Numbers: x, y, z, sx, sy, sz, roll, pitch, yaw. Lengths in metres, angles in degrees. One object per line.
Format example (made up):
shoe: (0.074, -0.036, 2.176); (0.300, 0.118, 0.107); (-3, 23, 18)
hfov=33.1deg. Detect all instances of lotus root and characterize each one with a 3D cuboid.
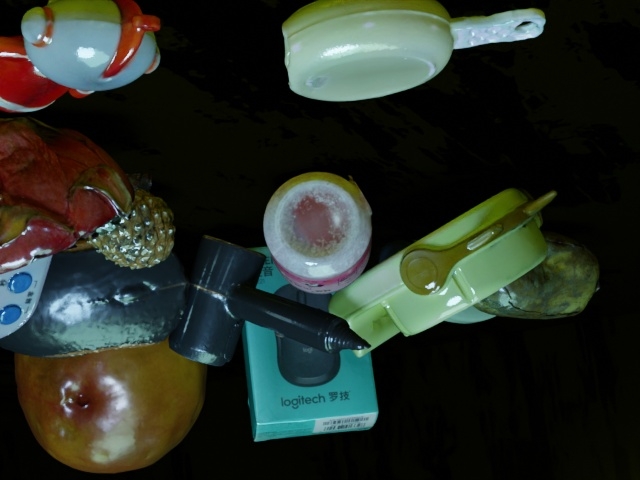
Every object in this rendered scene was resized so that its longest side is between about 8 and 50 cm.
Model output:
lotus root: (0.352, 0.057, 1.859); (0.275, 0.160, 0.152); (5, -173, -37)

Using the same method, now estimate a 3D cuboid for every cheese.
cheese: (0.079, -0.174, 0.934); (0.227, 0.064, 0.137); (-8, 168, 3)

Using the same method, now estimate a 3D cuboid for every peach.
peach: (-0.345, 0.208, 1.766); (0.343, 0.342, 0.302); (-11, -169, 21)

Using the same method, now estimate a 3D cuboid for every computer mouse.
computer mouse: (-0.350, 0.079, 1.558); (0.323, 0.183, 0.116); (-7, -164, -1)

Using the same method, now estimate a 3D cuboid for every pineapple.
pineapple: (-0.260, -0.030, 1.319); (0.108, 0.108, 0.198); (-12, 160, 22)

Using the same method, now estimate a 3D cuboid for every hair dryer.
hair dryer: (-0.071, 0.123, 1.561); (0.352, 0.189, 0.107); (18, 179, 41)

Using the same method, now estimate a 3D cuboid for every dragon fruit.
dragon fruit: (-0.312, -0.064, 1.105); (0.224, 0.148, 0.218); (-18, -164, 10)

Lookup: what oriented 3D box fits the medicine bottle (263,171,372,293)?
medicine bottle: (0.000, 0.000, 1.464); (0.147, 0.147, 0.247); (-6, 168, 0)

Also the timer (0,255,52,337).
timer: (-0.430, 0.029, 1.328); (0.191, 0.069, 0.208); (4, 120, -41)

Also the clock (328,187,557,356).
clock: (0.194, 0.035, 1.555); (0.286, 0.117, 0.348); (-28, 176, -37)

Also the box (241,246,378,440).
box: (-0.027, 0.160, 1.767); (0.205, 0.311, 0.118); (-3, 157, -10)

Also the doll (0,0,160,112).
doll: (-0.214, -0.150, 0.874); (0.245, 0.076, 0.142); (-13, 167, 41)

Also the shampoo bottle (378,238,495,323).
shampoo bottle: (0.230, 0.080, 1.935); (0.078, 0.134, 0.359); (-17, 163, 32)
